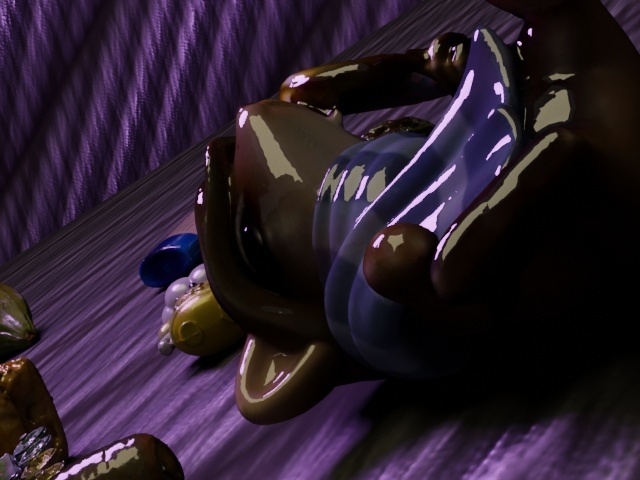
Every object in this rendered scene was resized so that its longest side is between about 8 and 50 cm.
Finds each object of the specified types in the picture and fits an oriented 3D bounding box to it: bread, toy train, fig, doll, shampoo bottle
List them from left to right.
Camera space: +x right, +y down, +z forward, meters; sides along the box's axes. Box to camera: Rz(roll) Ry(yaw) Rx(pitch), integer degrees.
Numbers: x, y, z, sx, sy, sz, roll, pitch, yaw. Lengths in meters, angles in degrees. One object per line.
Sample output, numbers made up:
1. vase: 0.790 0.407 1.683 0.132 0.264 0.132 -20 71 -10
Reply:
1. bread: -0.305 0.172 1.213 0.083 0.114 0.211 -21 0 -39
2. fig: -0.455 0.122 1.922 0.156 0.123 0.123 21 42 27
3. toy train: -0.211 0.190 0.996 0.081 0.060 0.202 -43 13 -11
4. shampoo bottle: -0.155 -0.006 1.705 0.087 0.050 0.183 -30 11 32
5. doll: -0.103 0.062 1.230 0.106 0.062 0.162 -29 9 -5
6. doll: 0.065 -0.034 0.781 0.340 0.209 0.318 -25 10 47

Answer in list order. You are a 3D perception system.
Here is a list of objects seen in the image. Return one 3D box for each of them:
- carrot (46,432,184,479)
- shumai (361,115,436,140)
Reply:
1. carrot: -0.234 0.231 0.869 0.342 0.070 0.070 -35 11 4
2. shumai: 0.076 -0.045 1.143 0.124 0.099 0.087 -37 28 -10
